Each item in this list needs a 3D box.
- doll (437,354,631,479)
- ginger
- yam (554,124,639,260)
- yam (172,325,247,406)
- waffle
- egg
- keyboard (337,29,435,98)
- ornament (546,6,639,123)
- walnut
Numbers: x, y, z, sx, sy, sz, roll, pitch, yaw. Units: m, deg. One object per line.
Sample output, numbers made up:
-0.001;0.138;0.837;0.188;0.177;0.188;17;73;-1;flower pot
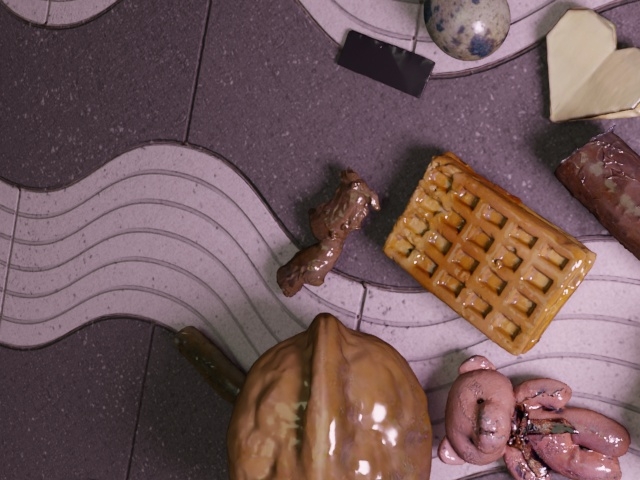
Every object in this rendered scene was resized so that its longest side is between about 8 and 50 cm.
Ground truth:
0.338;0.314;1.422;0.304;0.156;0.201;13;95;27;doll
0.001;-0.002;1.667;0.122;0.084;0.290;41;111;18;ginger
0.491;-0.049;1.343;0.131;0.131;0.279;-48;65;22;yam
-0.185;0.287;1.789;0.317;0.067;0.071;40;122;27;yam
0.276;0.019;1.494;0.328;0.098;0.224;39;107;25;waffle
0.246;-0.391;1.495;0.141;0.141;0.181;-34;64;27;egg
0.121;-0.332;1.640;0.197;0.015;0.074;28;108;29;keyboard
0.435;-0.263;1.425;0.180;0.059;0.201;-50;63;22;ornament
0.022;0.338;1.524;0.384;0.384;0.383;0;89;32;walnut
